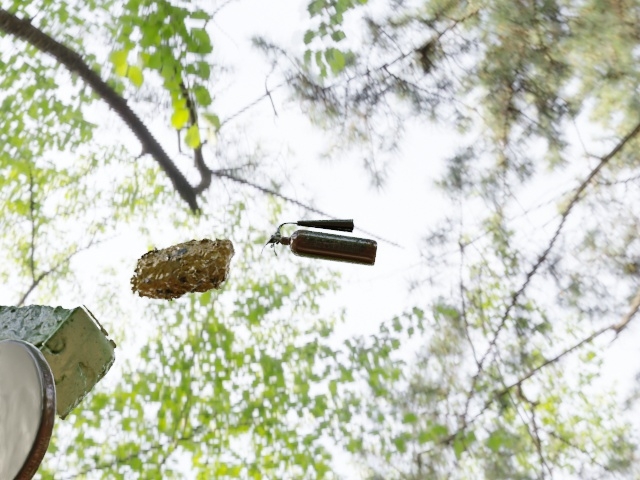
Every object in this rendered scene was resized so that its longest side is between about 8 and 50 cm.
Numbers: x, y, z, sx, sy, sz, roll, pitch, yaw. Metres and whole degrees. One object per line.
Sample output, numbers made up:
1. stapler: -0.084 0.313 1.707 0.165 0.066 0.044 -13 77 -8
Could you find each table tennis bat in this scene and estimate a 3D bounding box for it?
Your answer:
1. table tennis bat: -0.181 0.111 0.448 0.156 0.087 0.013 -43 -40 11

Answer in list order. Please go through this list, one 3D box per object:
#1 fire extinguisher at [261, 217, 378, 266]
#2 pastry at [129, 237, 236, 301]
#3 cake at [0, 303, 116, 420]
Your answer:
1. fire extinguisher: 0.000 -0.004 0.827 0.100 0.032 0.046 9 -110 3
2. pastry: -0.183 0.037 1.280 0.140 0.080 0.056 -5 -34 15
3. cake: -0.357 0.132 1.103 0.235 0.099 0.100 1 -46 33
